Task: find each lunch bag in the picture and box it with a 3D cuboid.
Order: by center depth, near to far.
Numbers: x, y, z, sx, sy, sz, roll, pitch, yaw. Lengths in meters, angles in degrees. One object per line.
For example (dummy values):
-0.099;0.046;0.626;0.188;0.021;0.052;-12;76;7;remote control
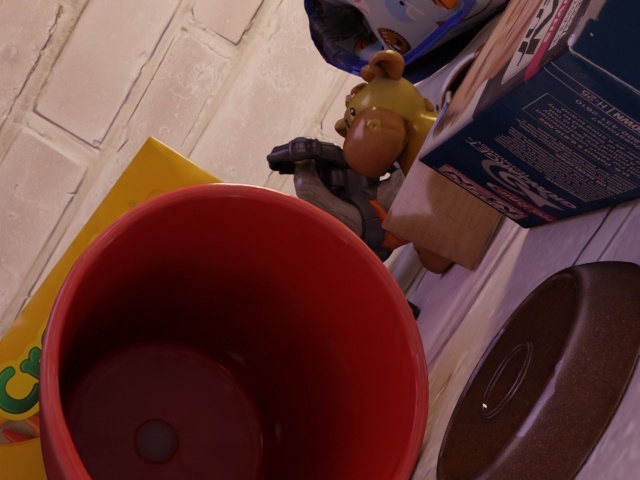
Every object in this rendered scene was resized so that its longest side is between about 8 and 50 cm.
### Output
0.170;-0.371;1.304;0.327;0.239;0.385;-37;3;-19;lunch bag

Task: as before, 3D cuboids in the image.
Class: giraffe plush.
0.097;-0.097;1.013;0.181;0.170;0.210;-58;3;25;giraffe plush

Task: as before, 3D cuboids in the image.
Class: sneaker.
0.149;-0.145;1.235;0.290;0.106;0.123;-54;3;45;sneaker

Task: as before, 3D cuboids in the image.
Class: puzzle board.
0.122;-0.049;0.902;0.128;0.096;0.011;-63;-30;-1;puzzle board

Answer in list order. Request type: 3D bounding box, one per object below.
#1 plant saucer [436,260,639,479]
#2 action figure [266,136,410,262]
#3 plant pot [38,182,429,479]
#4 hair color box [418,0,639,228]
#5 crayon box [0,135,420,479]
0.105;0.077;0.530;0.168;0.029;0.168;-59;2;3;plant saucer
0.000;0.000;1.230;0.330;0.179;0.341;-22;-13;23;action figure
-0.093;0.129;0.779;0.275;0.275;0.243;-61;9;-32;plant pot
0.172;-0.117;0.623;0.174;0.105;0.347;-59;2;-6;hair color box
-0.130;0.137;0.972;0.363;0.313;0.106;-59;3;-23;crayon box
